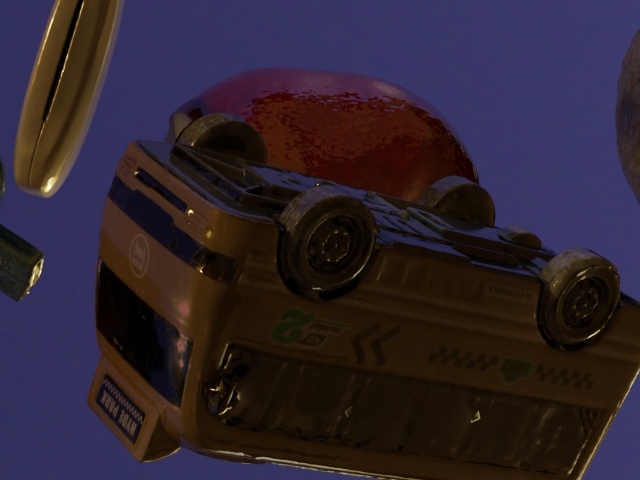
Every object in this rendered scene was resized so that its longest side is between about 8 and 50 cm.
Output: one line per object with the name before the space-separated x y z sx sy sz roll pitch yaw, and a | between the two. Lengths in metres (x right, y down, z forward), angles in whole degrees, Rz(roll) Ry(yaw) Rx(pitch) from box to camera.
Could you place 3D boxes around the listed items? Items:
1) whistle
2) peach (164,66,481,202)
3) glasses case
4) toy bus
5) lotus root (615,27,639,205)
whistle | -0.257 -0.034 1.300 0.158 0.090 0.090 34 -105 1
peach | 0.000 0.000 1.261 0.245 0.274 0.248 -28 -60 8
glasses case | -0.181 -0.125 1.283 0.049 0.074 0.193 15 -93 1
toy bus | 0.023 0.044 0.913 0.290 0.139 0.157 12 -76 -37
lotus root | 0.327 -0.091 1.425 0.175 0.175 0.349 59 -156 -32
